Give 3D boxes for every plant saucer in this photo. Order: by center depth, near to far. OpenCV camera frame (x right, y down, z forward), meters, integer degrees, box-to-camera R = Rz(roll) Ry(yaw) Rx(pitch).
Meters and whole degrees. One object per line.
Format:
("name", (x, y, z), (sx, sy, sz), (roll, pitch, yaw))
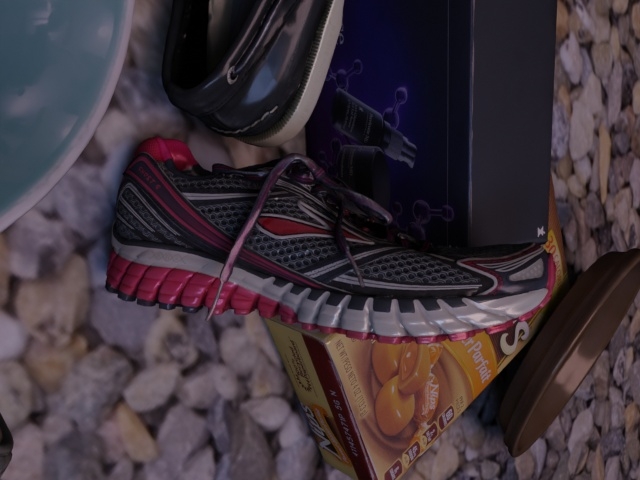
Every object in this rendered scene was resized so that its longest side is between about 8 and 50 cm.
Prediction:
("plant saucer", (0.285, 0.123, 0.857), (0.278, 0.041, 0.278), (-40, 148, -30))

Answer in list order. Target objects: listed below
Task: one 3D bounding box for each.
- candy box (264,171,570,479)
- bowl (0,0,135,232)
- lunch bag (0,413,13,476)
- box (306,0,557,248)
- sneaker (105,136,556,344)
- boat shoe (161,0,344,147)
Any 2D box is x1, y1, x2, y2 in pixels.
("candy box", (0.111, 0.062, 0.721), (0.316, 0.087, 0.183), (-37, 124, -29))
("bowl", (-0.244, -0.134, 0.292), (0.311, 0.163, 0.311), (-2, 93, -52))
("lunch bag", (-0.320, 0.117, 0.276), (0.305, 0.212, 0.256), (31, 81, -39))
("box", (0.078, -0.129, 0.584), (0.103, 0.184, 0.261), (-15, 109, -39))
("sneaker", (0.000, 0.000, 0.489), (0.121, 0.299, 0.112), (-10, 108, -79))
("boat shoe", (-0.037, -0.236, 0.498), (0.113, 0.127, 0.340), (4, 107, -53))
